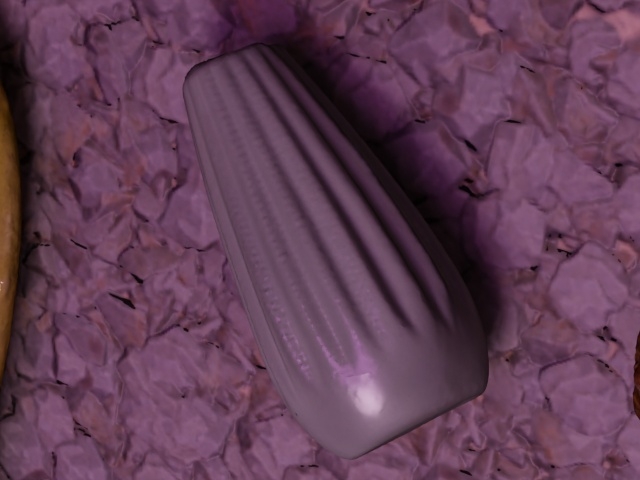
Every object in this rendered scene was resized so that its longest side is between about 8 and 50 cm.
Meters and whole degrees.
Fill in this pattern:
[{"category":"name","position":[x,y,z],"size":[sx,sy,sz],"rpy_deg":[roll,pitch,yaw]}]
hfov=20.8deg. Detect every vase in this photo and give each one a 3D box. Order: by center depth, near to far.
[{"category":"vase","position":[0.000,0.000,1.031],"size":[0.128,0.128,0.248],"rpy_deg":[-32,81,31]}]

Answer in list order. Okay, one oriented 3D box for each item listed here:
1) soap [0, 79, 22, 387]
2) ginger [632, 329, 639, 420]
[{"category":"soap","position":[-0.341,0.005,1.208],"size":[0.306,0.115,0.427],"rpy_deg":[17,114,25]},{"category":"ginger","position":[0.221,0.062,0.962],"size":[0.103,0.073,0.162],"rpy_deg":[32,119,15]}]
